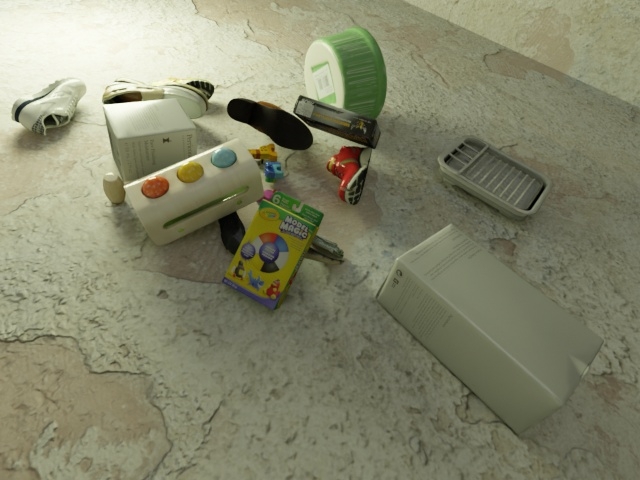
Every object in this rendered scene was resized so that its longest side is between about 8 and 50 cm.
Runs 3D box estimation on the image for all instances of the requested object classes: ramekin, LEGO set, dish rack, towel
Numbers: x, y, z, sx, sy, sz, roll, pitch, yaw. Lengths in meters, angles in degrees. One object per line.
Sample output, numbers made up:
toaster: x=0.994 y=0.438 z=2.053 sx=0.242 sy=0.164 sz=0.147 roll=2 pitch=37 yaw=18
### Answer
ramekin: x=0.069 y=-0.524 z=1.354 sx=0.148 sy=0.303 sz=0.303 roll=-20 pitch=55 yaw=-22
LEGO set: x=-0.164 y=-0.200 z=1.116 sx=0.093 sy=0.087 sz=0.227 roll=-3 pitch=47 yaw=-19
dish rack: x=0.551 y=-0.199 z=1.327 sx=0.332 sy=0.072 sz=0.285 roll=36 pitch=47 yaw=19
towel: x=0.000 y=0.000 z=0.942 sx=0.113 sy=0.152 sz=0.023 roll=30 pitch=90 yaw=11

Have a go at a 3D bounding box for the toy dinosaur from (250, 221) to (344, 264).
toy dinosaur: x=-0.089 y=0.026 z=0.916 sx=0.268 sy=0.064 sz=0.118 roll=28 pitch=68 yaw=28

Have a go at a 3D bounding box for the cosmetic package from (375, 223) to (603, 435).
cosmetic package: x=0.336 y=0.164 z=0.859 sx=0.217 sy=0.156 sz=0.385 roll=-26 pitch=59 yaw=-34

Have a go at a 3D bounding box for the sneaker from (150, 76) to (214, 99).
sneaker: x=-0.447 y=-0.491 z=1.322 sx=0.208 sy=0.081 sz=0.094 roll=-14 pitch=50 yaw=-26

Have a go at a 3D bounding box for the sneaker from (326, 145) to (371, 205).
sneaker: x=0.072 y=-0.192 z=1.176 sx=0.118 sy=0.107 sz=0.279 roll=13 pitch=34 yaw=4

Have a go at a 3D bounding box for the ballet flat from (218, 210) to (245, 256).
ballet flat: x=-0.211 y=-0.033 z=0.976 sx=0.057 sy=0.049 sz=0.173 roll=-16 pitch=59 yaw=-11

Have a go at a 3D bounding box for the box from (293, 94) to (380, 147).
box: x=0.054 y=-0.339 z=1.195 sx=0.231 sy=0.056 sz=0.183 roll=22 pitch=7 yaw=9

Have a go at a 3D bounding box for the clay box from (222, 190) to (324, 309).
clay box: x=-0.096 y=0.015 z=0.853 sx=0.127 sy=0.222 sz=0.053 roll=26 pitch=2 yaw=10

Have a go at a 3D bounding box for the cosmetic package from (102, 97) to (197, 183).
cosmetic package: x=-0.424 y=-0.247 z=1.042 sx=0.183 sy=0.151 sz=0.151 roll=-17 pitch=54 yaw=-28

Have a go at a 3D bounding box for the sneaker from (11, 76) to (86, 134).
sneaker: x=-0.720 y=-0.368 z=1.136 sx=0.094 sy=0.090 sz=0.235 roll=30 pitch=49 yaw=-4

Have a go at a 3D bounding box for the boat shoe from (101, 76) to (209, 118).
boat shoe: x=-0.484 y=-0.399 z=1.210 sx=0.302 sy=0.113 sz=0.103 roll=8 pitch=46 yaw=7

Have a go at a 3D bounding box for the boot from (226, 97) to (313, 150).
boot: x=-0.122 y=-0.356 z=1.259 sx=0.264 sy=0.096 sz=0.280 roll=18 pitch=19 yaw=5

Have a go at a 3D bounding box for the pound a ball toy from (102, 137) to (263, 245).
pound a ball toy: x=-0.320 y=-0.139 z=0.934 sx=0.319 sy=0.136 sz=0.208 roll=-27 pitch=61 yaw=-17
